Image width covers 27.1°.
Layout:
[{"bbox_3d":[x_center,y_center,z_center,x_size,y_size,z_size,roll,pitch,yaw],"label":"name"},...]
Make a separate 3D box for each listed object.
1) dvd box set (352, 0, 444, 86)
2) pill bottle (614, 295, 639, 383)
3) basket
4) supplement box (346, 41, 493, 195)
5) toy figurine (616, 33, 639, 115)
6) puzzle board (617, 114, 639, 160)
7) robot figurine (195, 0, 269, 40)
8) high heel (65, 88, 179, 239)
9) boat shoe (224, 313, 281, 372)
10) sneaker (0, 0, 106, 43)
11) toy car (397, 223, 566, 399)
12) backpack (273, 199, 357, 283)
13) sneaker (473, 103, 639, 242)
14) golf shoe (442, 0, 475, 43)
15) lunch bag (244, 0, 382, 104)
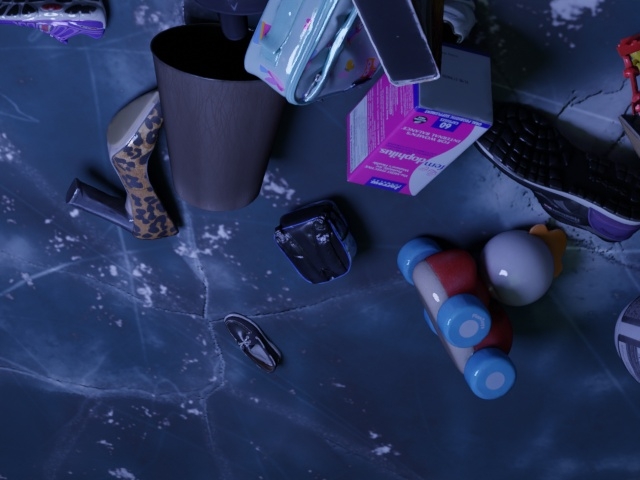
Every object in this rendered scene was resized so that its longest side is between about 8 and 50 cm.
[{"bbox_3d":[0.070,-0.419,1.395,0.062,0.420,0.308,-7,145,18],"label":"dvd box set"},{"bbox_3d":[0.509,0.144,1.873,0.162,0.278,0.162,0,91,0],"label":"pill bottle"},{"bbox_3d":[-0.138,-0.167,1.866,0.204,0.154,0.227,6,127,0],"label":"basket"},{"bbox_3d":[0.128,-0.162,1.785,0.111,0.114,0.220,11,154,-20],"label":"supplement box"},{"bbox_3d":[0.552,-0.133,1.716,0.217,0.191,0.362,-21,122,22],"label":"toy figurine"},{"bbox_3d":[0.446,-0.108,1.798,0.011,0.128,0.096,-31,119,7],"label":"puzzle board"},{"bbox_3d":[-0.094,-0.392,1.665,0.173,0.209,0.278,26,137,31],"label":"robot figurine"},{"bbox_3d":[-0.243,-0.113,2.011,0.186,0.093,0.261,24,124,-29],"label":"high heel"},{"bbox_3d":[-0.116,0.173,2.222,0.046,0.038,0.125,-26,118,30],"label":"boat shoe"},{"bbox_3d":[-0.386,-0.309,1.881,0.169,0.068,0.071,7,135,8],"label":"sneaker"},{"bbox_3d":[0.272,0.073,1.974,0.238,0.219,0.210,-29,121,-1],"label":"toy car"},{"bbox_3d":[0.000,0.000,2.021,0.105,0.084,0.114,-19,117,27],"label":"backpack"},{"bbox_3d":[0.322,-0.079,1.867,0.283,0.107,0.124,30,152,3],"label":"sneaker"},{"bbox_3d":[0.115,-0.286,1.759,0.176,0.086,0.069,-3,129,19],"label":"golf shoe"},{"bbox_3d":[0.027,-0.298,1.640,0.108,0.224,0.279,36,122,17],"label":"lunch bag"}]
